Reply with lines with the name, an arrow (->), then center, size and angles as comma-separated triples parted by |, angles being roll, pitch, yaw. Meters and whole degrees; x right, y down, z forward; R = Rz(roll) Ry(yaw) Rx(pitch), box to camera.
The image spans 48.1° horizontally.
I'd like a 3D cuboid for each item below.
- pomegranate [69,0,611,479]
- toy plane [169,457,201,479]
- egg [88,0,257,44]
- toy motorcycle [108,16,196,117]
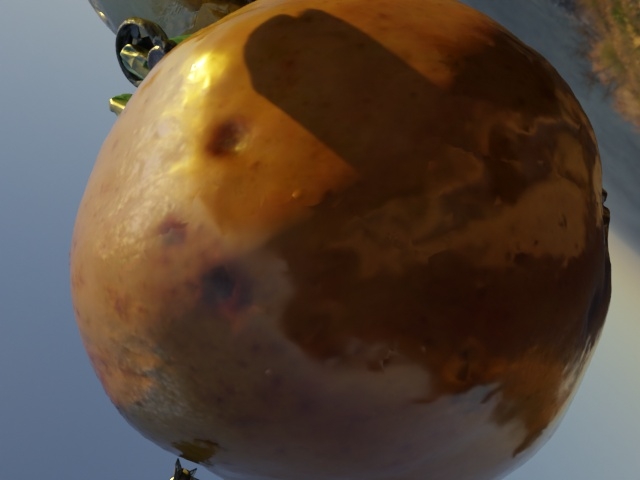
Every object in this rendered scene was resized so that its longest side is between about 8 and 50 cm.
pomegranate -> -0.006, 0.008, 0.528 | 0.410, 0.410, 0.410 | 38, -165, -12
toy plane -> -0.102, 0.181, 0.452 | 0.031, 0.083, 0.078 | 19, 158, 22
egg -> -0.230, -0.380, 1.015 | 0.337, 0.201, 0.337 | 30, -146, -24
toy motorcycle -> -0.124, -0.126, 0.793 | 0.296, 0.198, 0.109 | 36, -139, 22
